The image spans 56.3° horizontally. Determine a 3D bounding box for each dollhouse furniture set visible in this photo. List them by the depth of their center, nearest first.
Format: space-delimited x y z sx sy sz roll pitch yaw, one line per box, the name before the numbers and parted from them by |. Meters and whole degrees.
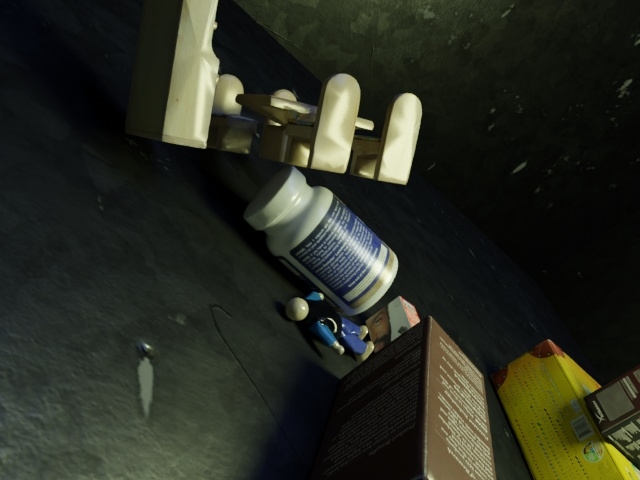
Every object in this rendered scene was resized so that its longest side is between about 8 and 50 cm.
dollhouse furniture set | -0.087 -0.263 0.987 0.395 0.256 0.362 5 10 -38

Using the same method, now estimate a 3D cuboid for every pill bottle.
pill bottle | 0.000 0.000 1.065 0.265 0.153 0.153 43 21 -20

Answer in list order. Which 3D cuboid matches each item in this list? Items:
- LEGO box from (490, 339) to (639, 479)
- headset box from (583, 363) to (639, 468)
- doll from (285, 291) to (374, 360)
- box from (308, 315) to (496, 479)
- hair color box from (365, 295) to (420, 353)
LEGO box | 0.662 0.543 1.443 0.372 0.193 0.500 39 23 -27
headset box | 0.764 0.355 1.283 0.218 0.293 0.110 40 22 -21
doll | 0.015 0.142 0.999 0.189 0.046 0.129 35 24 -37
box | 0.105 0.265 0.757 0.143 0.191 0.381 49 20 -3
hair color box | 0.150 0.196 1.122 0.053 0.093 0.167 38 22 -32
